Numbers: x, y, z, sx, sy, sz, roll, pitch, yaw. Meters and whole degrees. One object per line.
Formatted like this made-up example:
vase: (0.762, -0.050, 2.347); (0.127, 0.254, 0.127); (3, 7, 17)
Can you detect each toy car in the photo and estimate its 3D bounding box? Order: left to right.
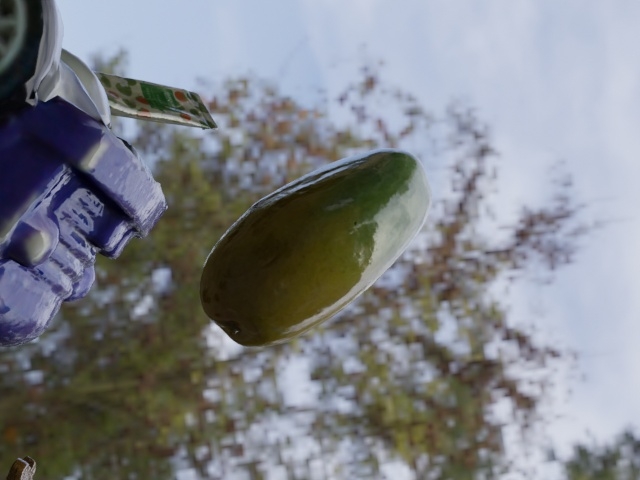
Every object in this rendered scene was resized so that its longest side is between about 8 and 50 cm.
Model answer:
toy car: (-0.173, -0.038, 0.554); (0.158, 0.235, 0.172); (-58, 176, -7)

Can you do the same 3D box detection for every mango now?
mango: (0.000, 0.000, 1.234); (0.092, 0.195, 0.130); (59, -23, -17)

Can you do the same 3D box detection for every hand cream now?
hand cream: (-0.167, -0.125, 1.488); (0.037, 0.165, 0.057); (-60, -138, 30)

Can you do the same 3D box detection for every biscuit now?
biscuit: (-0.243, 0.211, 1.321); (0.082, 0.016, 0.092); (105, 6, -65)
